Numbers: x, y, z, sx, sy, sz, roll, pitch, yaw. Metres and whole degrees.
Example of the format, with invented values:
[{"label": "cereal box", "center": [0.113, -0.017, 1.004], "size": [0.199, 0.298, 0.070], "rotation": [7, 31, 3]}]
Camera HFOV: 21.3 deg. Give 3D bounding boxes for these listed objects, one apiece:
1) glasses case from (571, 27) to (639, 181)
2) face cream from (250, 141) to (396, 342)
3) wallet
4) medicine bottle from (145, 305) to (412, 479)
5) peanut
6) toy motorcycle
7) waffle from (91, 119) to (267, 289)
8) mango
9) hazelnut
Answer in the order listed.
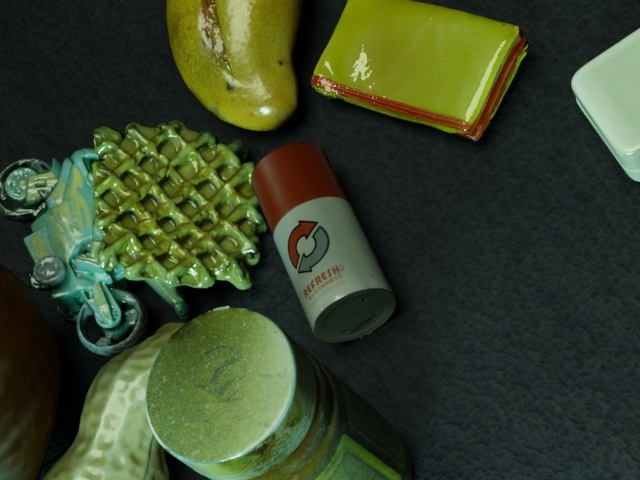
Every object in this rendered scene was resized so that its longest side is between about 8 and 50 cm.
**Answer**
[{"label": "glasses case", "center": [0.424, -0.198, 1.782], "size": [0.313, 0.070, 0.131], "rotation": [-34, 57, 8]}, {"label": "face cream", "center": [0.000, 0.000, 1.874], "size": [0.096, 0.096, 0.214], "rotation": [-31, 57, 9]}, {"label": "wallet", "center": [0.111, -0.198, 1.942], "size": [0.241, 0.067, 0.141], "rotation": [21, 81, 36]}, {"label": "medicine bottle", "center": [-0.029, 0.192, 1.658], "size": [0.151, 0.322, 0.151], "rotation": [-11, 62, 21]}, {"label": "peanut", "center": [-0.210, 0.223, 1.856], "size": [0.136, 0.120, 0.298], "rotation": [26, 78, 8]}, {"label": "toy motorcycle", "center": [-0.254, -0.003, 2.002], "size": [0.198, 0.109, 0.296], "rotation": [-28, 62, -4]}, {"label": "waffle", "center": [-0.161, -0.042, 1.948], "size": [0.204, 0.054, 0.223], "rotation": [3, 59, -16]}, {"label": "mango", "center": [-0.101, -0.267, 2.035], "size": [0.177, 0.120, 0.295], "rotation": [-16, 61, 20]}, {"label": "hazelnut", "center": [-0.440, 0.165, 1.853], "size": [0.315, 0.372, 0.372], "rotation": [-36, 56, 1]}]
